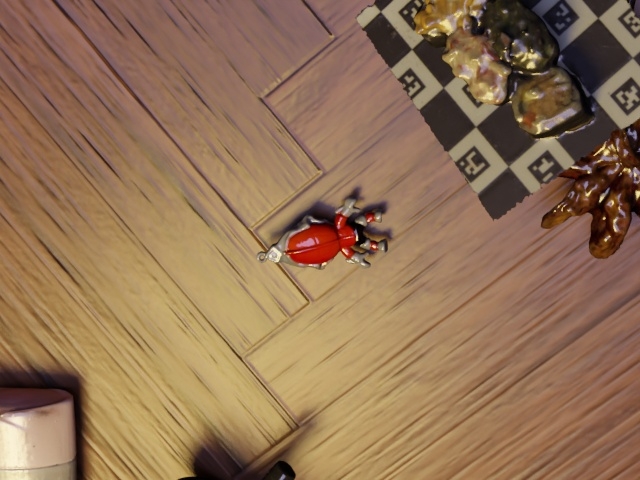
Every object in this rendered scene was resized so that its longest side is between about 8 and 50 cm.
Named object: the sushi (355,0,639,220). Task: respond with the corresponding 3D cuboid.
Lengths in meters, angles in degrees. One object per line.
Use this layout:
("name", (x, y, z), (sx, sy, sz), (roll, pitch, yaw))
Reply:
("sushi", (0.149, -0.157, 1.317), (0.192, 0.050, 0.215), (-37, 76, 16))

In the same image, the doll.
("doll", (0.000, -0.001, 1.426), (0.114, 0.039, 0.057), (-11, 131, 3))

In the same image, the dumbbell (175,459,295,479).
("dumbbell", (-0.124, 0.320, 1.475), (0.143, 0.143, 0.325), (37, 107, -3))

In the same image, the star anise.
("star anise", (0.234, -0.095, 1.353), (0.177, 0.073, 0.234), (-30, 92, 6))

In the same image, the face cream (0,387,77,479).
("face cream", (-0.274, 0.267, 1.520), (0.107, 0.073, 0.269), (0, 104, -1))
